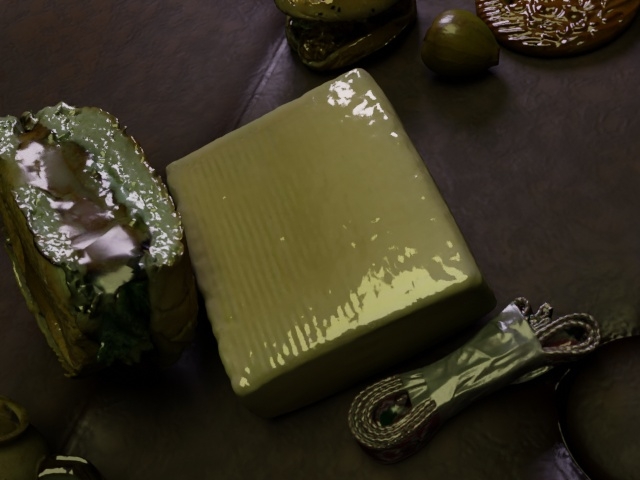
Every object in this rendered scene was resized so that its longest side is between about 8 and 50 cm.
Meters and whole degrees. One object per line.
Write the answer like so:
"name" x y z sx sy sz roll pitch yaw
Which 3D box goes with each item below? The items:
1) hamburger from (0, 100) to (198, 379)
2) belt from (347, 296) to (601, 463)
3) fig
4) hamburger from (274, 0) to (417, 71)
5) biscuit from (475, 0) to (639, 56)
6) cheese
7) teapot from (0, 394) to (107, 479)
"hamburger" -0.212 0.020 0.754 0.133 0.211 0.309 -22 47 -26
"belt" 0.131 0.118 0.705 0.232 0.053 0.071 -26 53 -2
"fig" 0.157 -0.215 0.885 0.088 0.074 0.074 16 64 2
"hamburger" 0.021 -0.292 0.939 0.186 0.113 0.177 13 65 20
"biscuit" 0.272 -0.287 0.923 0.188 0.027 0.187 -6 60 11
"cheese" 0.000 0.000 0.761 0.243 0.124 0.265 -28 57 8
"teapot" -0.316 0.238 0.701 0.270 0.173 0.182 13 97 -2
